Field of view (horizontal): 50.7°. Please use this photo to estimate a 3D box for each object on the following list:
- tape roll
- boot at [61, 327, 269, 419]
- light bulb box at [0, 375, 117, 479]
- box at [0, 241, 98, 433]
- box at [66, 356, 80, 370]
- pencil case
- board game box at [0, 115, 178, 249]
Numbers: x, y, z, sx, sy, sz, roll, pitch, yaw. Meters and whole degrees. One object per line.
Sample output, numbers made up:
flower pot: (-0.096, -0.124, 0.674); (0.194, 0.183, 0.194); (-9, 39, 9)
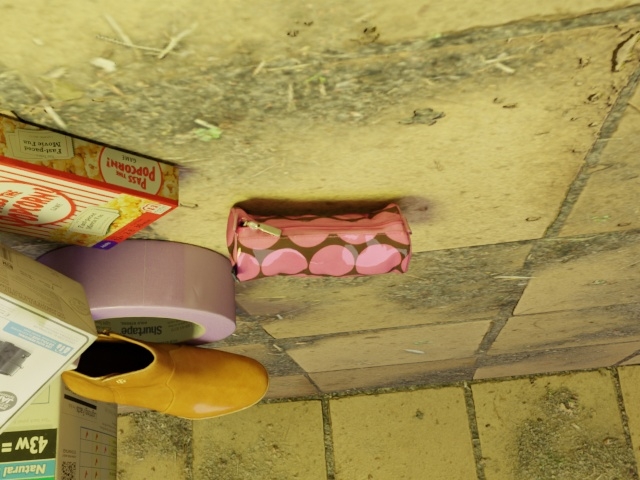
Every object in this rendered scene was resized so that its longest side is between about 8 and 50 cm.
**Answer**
tape roll: (-0.256, 0.086, 0.935); (0.274, 0.090, 0.275); (-4, 160, -1)
boot: (-0.211, 0.185, 0.937); (0.295, 0.104, 0.211); (3, 160, -8)
light bulb box: (-0.479, 0.309, 1.101); (0.225, 0.361, 0.358); (-4, 160, -4)
box: (-0.377, 0.132, 0.640); (0.290, 0.087, 0.169); (-43, 135, 5)
box: (-0.380, 0.045, 0.694); (0.067, 0.063, 0.324); (-17, 139, 25)
pencil case: (0.000, 0.000, 0.761); (0.209, 0.095, 0.098); (-3, 145, -10)
board game box: (-0.253, -0.047, 0.627); (0.193, 0.045, 0.146); (14, 153, -40)
